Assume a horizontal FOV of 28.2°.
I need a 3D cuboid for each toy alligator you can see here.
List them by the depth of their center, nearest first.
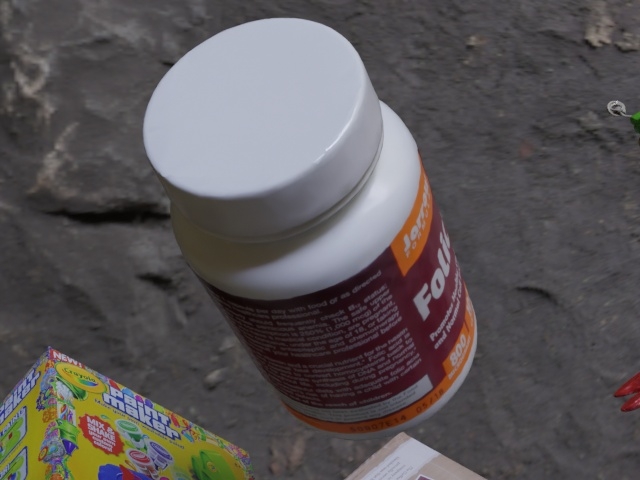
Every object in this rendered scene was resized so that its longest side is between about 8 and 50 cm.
[{"bbox_3d":[0.405,-0.136,1.523,0.189,0.056,0.051,47,158,42],"label":"toy alligator"}]

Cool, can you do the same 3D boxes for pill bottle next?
[{"bbox_3d":[0.000,0.000,1.157,0.224,0.392,0.224,-10,53,13],"label":"pill bottle"}]

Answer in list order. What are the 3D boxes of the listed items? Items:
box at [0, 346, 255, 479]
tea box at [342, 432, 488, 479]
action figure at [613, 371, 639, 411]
[{"bbox_3d":[-0.218,0.312,1.364,0.177,0.290,0.279,-49,29,15],"label":"box"},{"bbox_3d":[0.109,0.533,1.935,0.220,0.329,0.323,26,136,37],"label":"tea box"},{"bbox_3d":[0.381,0.282,1.311,0.139,0.091,0.280,-42,91,11],"label":"action figure"}]
